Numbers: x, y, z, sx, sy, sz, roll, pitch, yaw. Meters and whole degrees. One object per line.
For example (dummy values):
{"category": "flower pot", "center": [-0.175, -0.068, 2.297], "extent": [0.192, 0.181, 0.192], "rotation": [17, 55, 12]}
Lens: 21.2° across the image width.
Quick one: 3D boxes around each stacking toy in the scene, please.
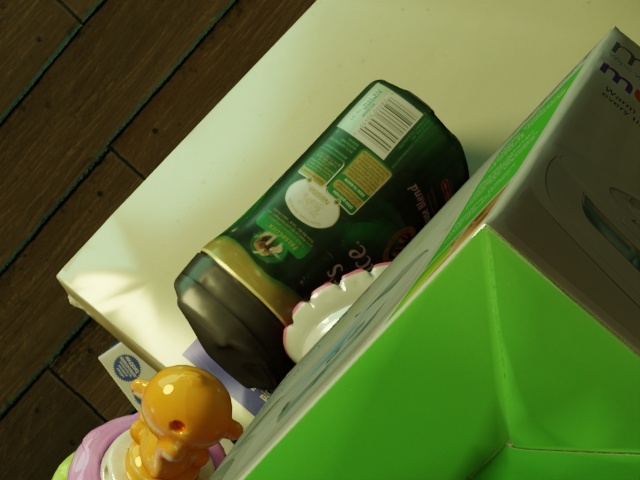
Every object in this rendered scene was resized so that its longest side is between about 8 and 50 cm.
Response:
{"category": "stacking toy", "center": [-0.111, 0.170, 1.039], "extent": [0.166, 0.175, 0.302], "rotation": [-63, -3, -46]}

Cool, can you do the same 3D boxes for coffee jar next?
{"category": "coffee jar", "center": [0.000, 0.000, 0.988], "extent": [0.184, 0.079, 0.096], "rotation": [-45, -23, -11]}

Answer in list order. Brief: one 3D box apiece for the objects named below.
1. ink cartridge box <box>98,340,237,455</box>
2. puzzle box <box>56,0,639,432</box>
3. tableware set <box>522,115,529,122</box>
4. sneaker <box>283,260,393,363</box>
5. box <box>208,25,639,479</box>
{"category": "ink cartridge box", "center": [-0.058, 0.136, 1.157], "extent": [0.046, 0.207, 0.097], "rotation": [-35, 4, 20]}
{"category": "puzzle box", "center": [0.066, -0.039, 1.078], "extent": [0.409, 0.272, 0.052], "rotation": [-47, -24, -12]}
{"category": "tableware set", "center": [0.188, -0.059, 0.951], "extent": [0.194, 0.039, 0.128], "rotation": [-18, -11, -13]}
{"category": "sneaker", "center": [0.112, 0.044, 0.919], "extent": [0.252, 0.111, 0.103], "rotation": [-29, -28, 9]}
{"category": "box", "center": [0.065, 0.071, 0.716], "extent": [0.262, 0.127, 0.231], "rotation": [-49, 2, 32]}
